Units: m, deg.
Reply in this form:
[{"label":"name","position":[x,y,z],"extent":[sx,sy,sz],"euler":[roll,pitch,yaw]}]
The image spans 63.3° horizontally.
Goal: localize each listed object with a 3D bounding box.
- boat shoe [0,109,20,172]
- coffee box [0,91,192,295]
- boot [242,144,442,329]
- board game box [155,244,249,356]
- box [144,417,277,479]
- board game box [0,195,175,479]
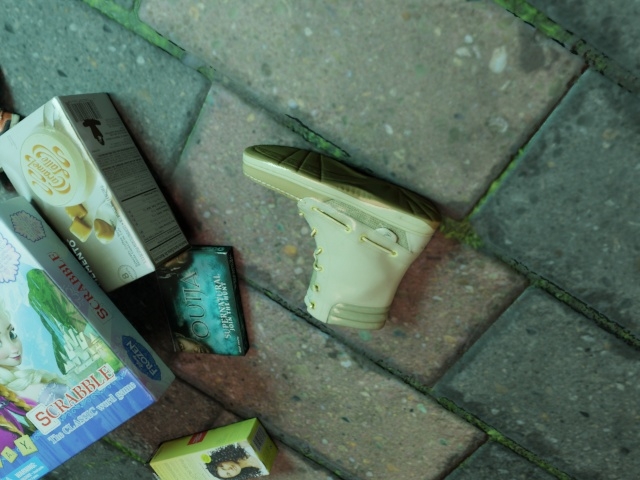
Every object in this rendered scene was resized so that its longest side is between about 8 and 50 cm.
[{"label":"boat shoe","position":[-0.475,-0.128,0.770],"extent":[0.043,0.049,0.137],"euler":[3,123,-33]},{"label":"coffee box","position":[-0.311,-0.058,0.717],"extent":[0.141,0.098,0.247],"euler":[-22,100,23]},{"label":"boot","position":[0.000,0.000,0.689],"extent":[0.261,0.095,0.204],"euler":[21,119,-1]},{"label":"board game box","position":[-0.186,0.096,0.814],"extent":[0.126,0.026,0.186],"euler":[0,115,13]},{"label":"box","position":[-0.199,0.393,0.940],"extent":[0.232,0.058,0.087],"euler":[-23,108,23]},{"label":"board game box","position":[-0.420,0.160,0.714],"extent":[0.318,0.066,0.318],"euler":[-36,97,16]}]
